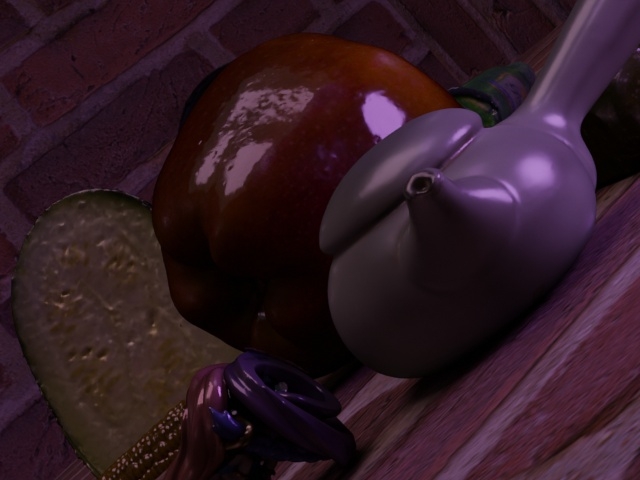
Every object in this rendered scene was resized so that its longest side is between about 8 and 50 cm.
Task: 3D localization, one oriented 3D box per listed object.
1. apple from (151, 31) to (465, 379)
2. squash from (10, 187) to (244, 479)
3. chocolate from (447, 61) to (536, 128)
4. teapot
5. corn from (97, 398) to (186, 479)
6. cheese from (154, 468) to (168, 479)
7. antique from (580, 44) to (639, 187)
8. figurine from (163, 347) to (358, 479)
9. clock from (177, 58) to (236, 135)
[{"bbox_3d":[0.001,-0.038,1.644,0.317,0.288,0.288,-52,8,-34],"label":"apple"},{"bbox_3d":[-0.192,0.089,1.852,0.233,0.309,0.210,-40,3,12],"label":"squash"},{"bbox_3d":[0.257,-0.206,2.652,0.110,0.110,0.291,-40,1,28],"label":"chocolate"},{"bbox_3d":[0.122,-0.042,1.264,0.318,0.149,0.220,-44,5,-36],"label":"teapot"},{"bbox_3d":[-0.127,0.198,1.656,0.238,0.080,0.080,-40,3,17],"label":"corn"},{"bbox_3d":[-0.146,0.240,1.551,0.171,0.047,0.092,-41,0,-3],"label":"cheese"},{"bbox_3d":[0.225,-0.097,1.429,0.080,0.081,0.221,-42,2,-11],"label":"antique"},{"bbox_3d":[-0.057,0.141,1.213,0.157,0.114,0.126,-42,-13,21],"label":"figurine"},{"bbox_3d":[-0.024,-0.072,2.093,0.319,0.319,0.066,-38,-3,43],"label":"clock"}]
